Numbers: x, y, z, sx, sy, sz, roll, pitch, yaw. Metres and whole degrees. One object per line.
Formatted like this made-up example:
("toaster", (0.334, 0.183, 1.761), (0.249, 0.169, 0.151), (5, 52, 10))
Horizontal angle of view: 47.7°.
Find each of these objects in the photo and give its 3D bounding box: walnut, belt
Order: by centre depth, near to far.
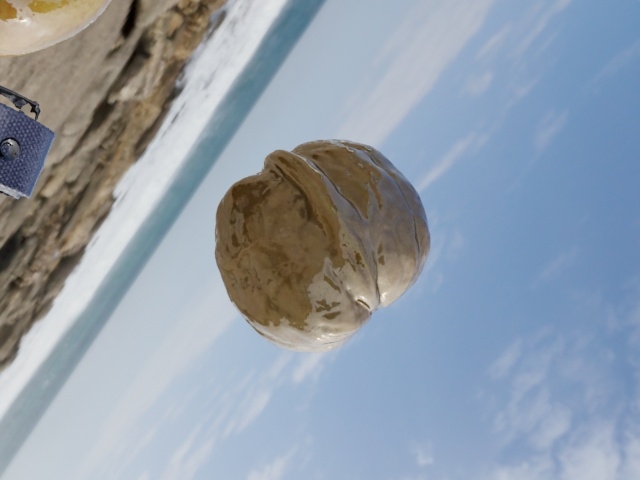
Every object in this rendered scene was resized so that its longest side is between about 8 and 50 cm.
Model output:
("belt", (-0.438, -0.144, 0.869), (0.139, 0.230, 0.126), (14, -98, 44))
("walnut", (0.000, 0.000, 0.981), (0.296, 0.285, 0.285), (-31, -178, -19))

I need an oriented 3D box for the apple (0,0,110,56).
("apple", (-0.463, -0.462, 1.031), (0.391, 0.346, 0.392), (-34, 137, -38))
